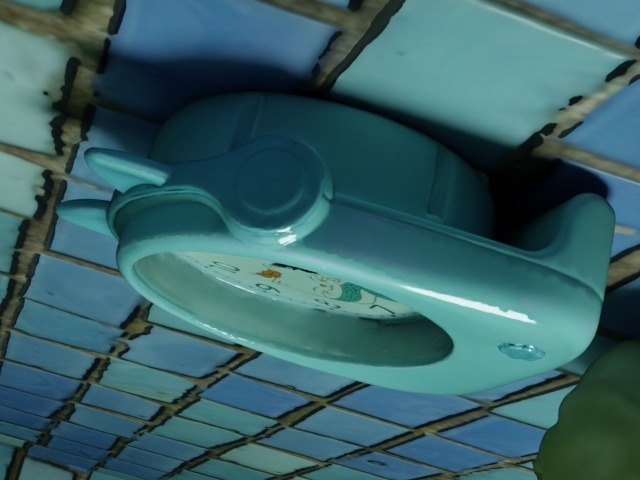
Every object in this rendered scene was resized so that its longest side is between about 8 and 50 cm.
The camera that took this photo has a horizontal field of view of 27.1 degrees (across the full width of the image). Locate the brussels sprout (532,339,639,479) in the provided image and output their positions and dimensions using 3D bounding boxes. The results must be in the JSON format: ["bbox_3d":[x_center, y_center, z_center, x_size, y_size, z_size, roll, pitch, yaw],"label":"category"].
[{"bbox_3d":[0.288,0.210,0.841,0.344,0.268,0.344,19,166,5],"label":"brussels sprout"}]

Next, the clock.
[{"bbox_3d":[0.000,0.000,0.714,0.274,0.094,0.223,21,160,-15],"label":"clock"}]
